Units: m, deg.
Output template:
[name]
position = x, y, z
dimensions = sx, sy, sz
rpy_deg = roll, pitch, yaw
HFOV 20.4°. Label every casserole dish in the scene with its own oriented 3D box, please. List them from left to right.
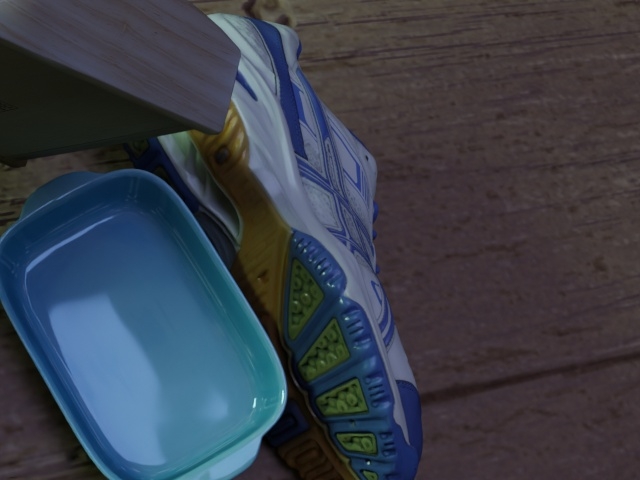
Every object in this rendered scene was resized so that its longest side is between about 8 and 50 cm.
[casserole dish]
position = -0.097, 0.050, 0.953
dimensions = 0.114, 0.037, 0.188
rpy_deg = -30, 78, -13

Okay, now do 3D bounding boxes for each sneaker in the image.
[sneaker]
position = 0.000, 0.000, 1.003
dimensions = 0.131, 0.112, 0.296
rpy_deg = -19, 84, -48

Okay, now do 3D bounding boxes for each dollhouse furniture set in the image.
[dollhouse furniture set]
position = -0.163, -0.222, 0.873
dimensions = 0.286, 0.198, 0.303
rpy_deg = 22, 73, -36
